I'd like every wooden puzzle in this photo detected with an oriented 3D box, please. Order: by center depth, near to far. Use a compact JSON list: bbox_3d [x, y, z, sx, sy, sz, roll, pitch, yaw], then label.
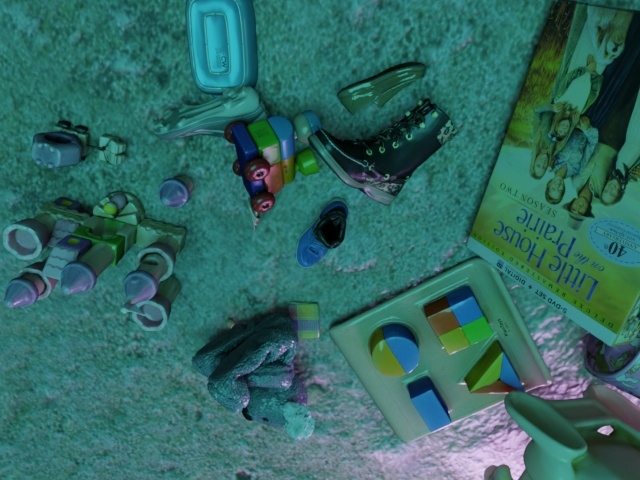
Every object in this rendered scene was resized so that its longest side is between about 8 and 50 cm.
[{"bbox_3d":[0.235,0.237,1.068,0.348,0.080,0.322,-27,109,16],"label":"wooden puzzle"}]

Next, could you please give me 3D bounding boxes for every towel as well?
[{"bbox_3d":[-0.031,0.159,1.095,0.060,0.009,0.083,-2,114,5],"label":"towel"}]

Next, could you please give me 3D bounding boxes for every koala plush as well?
[{"bbox_3d":[-0.096,0.274,1.058,0.203,0.196,0.221,-35,110,-16],"label":"koala plush"}]

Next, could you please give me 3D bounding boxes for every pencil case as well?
[{"bbox_3d":[0.681,0.242,0.990,0.386,0.160,0.167,22,85,-4],"label":"pencil case"}]

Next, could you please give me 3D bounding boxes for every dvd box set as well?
[{"bbox_3d":[0.393,-0.107,0.793,0.062,0.307,0.420,-2,119,-31],"label":"dvd box set"}]

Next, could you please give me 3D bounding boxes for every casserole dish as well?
[{"bbox_3d":[-0.162,-0.317,0.882,0.114,0.037,0.188,2,115,5],"label":"casserole dish"}]

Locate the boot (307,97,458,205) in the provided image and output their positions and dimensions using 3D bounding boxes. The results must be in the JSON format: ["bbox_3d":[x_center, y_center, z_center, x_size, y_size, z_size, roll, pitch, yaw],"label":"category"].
[{"bbox_3d":[0.103,-0.160,0.857,0.178,0.085,0.236,-44,145,17],"label":"boot"}]

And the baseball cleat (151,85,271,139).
[{"bbox_3d":[-0.181,-0.188,0.921,0.206,0.072,0.109,-10,140,27],"label":"baseball cleat"}]

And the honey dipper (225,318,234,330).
[{"bbox_3d":[-0.181,0.233,1.133,0.031,0.030,0.160,2,110,4],"label":"honey dipper"}]

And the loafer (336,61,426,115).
[{"bbox_3d":[0.101,-0.244,0.883,0.148,0.056,0.050,-15,113,22],"label":"loafer"}]

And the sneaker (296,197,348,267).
[{"bbox_3d":[-0.001,-0.001,0.980,0.058,0.084,0.152,33,113,-9],"label":"sneaker"}]

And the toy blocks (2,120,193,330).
[{"bbox_3d":[-0.385,0.005,0.921,0.289,0.260,0.308,15,114,-1],"label":"toy blocks"}]

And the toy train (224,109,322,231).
[{"bbox_3d":[-0.067,-0.112,0.938,0.143,0.105,0.248,-23,152,-12],"label":"toy train"}]

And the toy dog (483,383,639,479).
[{"bbox_3d":[0.488,0.527,1.011,0.285,0.395,0.407,-3,114,-29],"label":"toy dog"}]
